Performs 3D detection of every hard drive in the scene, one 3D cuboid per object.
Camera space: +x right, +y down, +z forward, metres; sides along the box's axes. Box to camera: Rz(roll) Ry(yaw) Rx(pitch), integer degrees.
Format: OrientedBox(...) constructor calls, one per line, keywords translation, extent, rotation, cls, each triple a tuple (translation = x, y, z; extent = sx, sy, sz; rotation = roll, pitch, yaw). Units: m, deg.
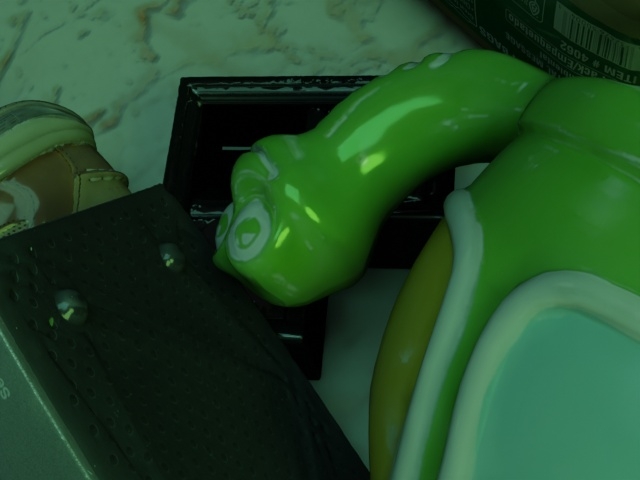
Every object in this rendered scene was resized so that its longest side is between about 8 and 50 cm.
OrientedBox(translation=(-0.040, 0.104, 0.438), extent=(0.054, 0.172, 0.254), rotation=(-34, 90, 22), cls="hard drive")

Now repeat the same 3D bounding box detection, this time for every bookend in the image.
OrientedBox(translation=(0.000, 0.000, 0.566), extent=(0.156, 0.072, 0.157), rotation=(2, 65, 10), cls="bookend")

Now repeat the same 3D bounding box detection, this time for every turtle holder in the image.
OrientedBox(translation=(0.113, 0.057, 0.413), extent=(0.320, 0.243, 0.227), rotation=(39, 91, -10), cls="turtle holder")

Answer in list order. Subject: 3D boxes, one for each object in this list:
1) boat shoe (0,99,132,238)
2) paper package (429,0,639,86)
OrientedBox(translation=(-0.214, 0.073, 0.544), extent=(0.324, 0.123, 0.116), rotation=(-44, 81, -5), cls="boat shoe")
OrientedBox(translation=(0.176, -0.249, 0.605), extent=(0.309, 0.168, 0.325), rotation=(-39, 65, -8), cls="paper package")
